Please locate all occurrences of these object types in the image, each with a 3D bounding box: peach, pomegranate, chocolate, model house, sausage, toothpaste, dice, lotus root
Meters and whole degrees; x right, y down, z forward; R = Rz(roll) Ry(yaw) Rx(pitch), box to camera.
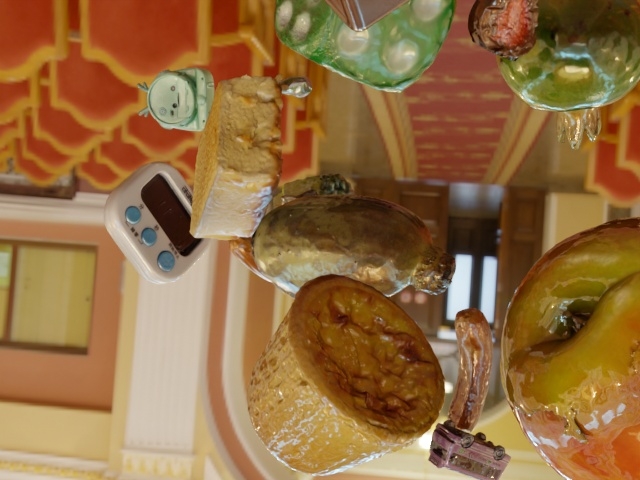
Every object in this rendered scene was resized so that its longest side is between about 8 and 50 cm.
[{"bbox_3d":[0.404,0.151,1.053,0.370,0.370,0.370,4,178,0],"label":"peach"},{"bbox_3d":[0.517,-0.346,1.828,0.309,0.359,0.216,-1,-149,21],"label":"pomegranate"},{"bbox_3d":[0.328,-0.395,1.566,0.127,0.133,0.124,37,-159,25],"label":"chocolate"},{"bbox_3d":[0.000,0.000,1.665,0.170,0.194,0.211,-9,-156,5],"label":"model house"},{"bbox_3d":[0.345,0.291,2.036,0.103,0.302,0.076,-13,-157,-40],"label":"sausage"},{"bbox_3d":[-0.053,-0.326,1.883,0.078,0.047,0.248,-12,-172,7],"label":"toothpaste"},{"bbox_3d":[0.093,-0.501,1.897,0.300,0.297,0.287,16,-158,-29],"label":"dice"},{"bbox_3d":[0.045,0.009,1.272,0.309,0.173,0.173,4,178,27],"label":"lotus root"},{"bbox_3d":[-0.130,0.042,1.871,0.183,0.054,0.062,43,179,-34],"label":"sausage"}]

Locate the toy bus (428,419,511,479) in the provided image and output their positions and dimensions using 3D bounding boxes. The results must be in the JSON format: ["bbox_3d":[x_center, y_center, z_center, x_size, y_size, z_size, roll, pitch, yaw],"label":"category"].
[{"bbox_3d":[0.321,0.464,1.941,0.178,0.098,0.087,26,-179,-29],"label":"toy bus"}]

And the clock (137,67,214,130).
[{"bbox_3d":[-0.374,-0.357,2.271,0.211,0.159,0.066,1,-169,15],"label":"clock"}]

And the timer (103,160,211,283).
[{"bbox_3d":[-0.384,-0.040,2.107,0.087,0.262,0.237,-11,-150,40],"label":"timer"}]

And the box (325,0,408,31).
[{"bbox_3d":[0.044,-0.535,1.407,0.229,0.339,0.239,-37,157,-1],"label":"box"}]

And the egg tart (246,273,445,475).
[{"bbox_3d":[0.014,0.151,0.952,0.202,0.203,0.147,6,143,-41],"label":"egg tart"}]

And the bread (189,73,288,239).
[{"bbox_3d":[-0.131,-0.121,1.394,0.114,0.185,0.275,8,156,-15],"label":"bread"}]
